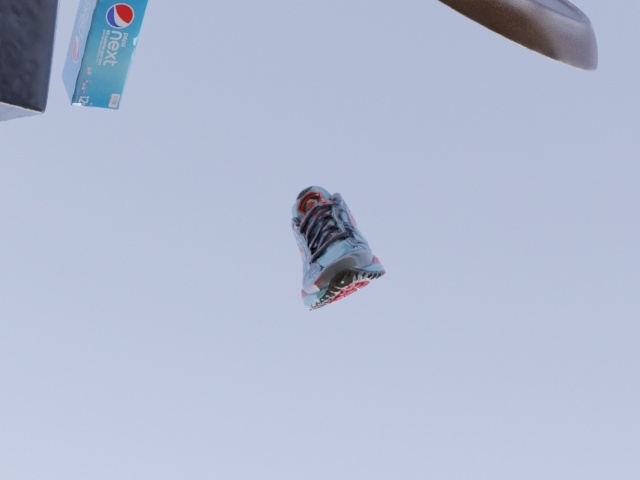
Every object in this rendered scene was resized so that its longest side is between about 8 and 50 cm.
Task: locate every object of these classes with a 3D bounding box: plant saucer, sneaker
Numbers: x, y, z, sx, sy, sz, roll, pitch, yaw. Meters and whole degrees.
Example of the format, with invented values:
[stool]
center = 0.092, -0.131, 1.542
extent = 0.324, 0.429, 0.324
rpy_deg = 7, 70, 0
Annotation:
[plant saucer]
center = 0.205, -0.300, 1.211
extent = 0.310, 0.310, 0.050
rpy_deg = 32, -66, 8
[sneaker]
center = 0.000, 0.000, 1.230
extent = 0.104, 0.262, 0.125
rpy_deg = -28, -79, 1

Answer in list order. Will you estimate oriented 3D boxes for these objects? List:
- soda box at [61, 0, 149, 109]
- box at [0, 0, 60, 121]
[soda box]
center = -0.273, -0.274, 1.304
extent = 0.071, 0.067, 0.210
rpy_deg = 62, -42, 41
[box]
center = -0.269, -0.129, 0.620
extent = 0.156, 0.158, 0.093
rpy_deg = -1, -99, 46
